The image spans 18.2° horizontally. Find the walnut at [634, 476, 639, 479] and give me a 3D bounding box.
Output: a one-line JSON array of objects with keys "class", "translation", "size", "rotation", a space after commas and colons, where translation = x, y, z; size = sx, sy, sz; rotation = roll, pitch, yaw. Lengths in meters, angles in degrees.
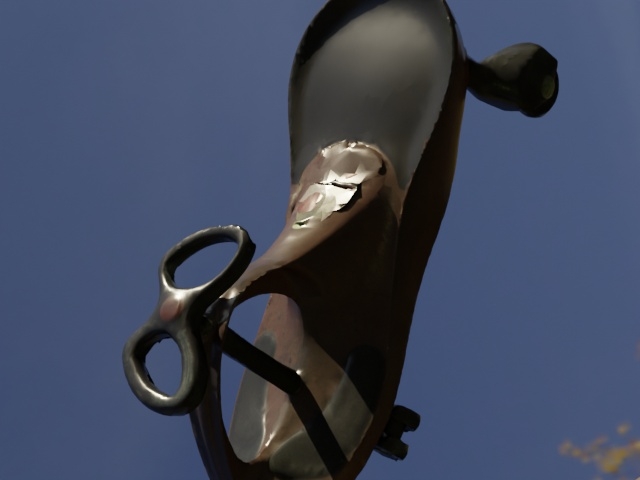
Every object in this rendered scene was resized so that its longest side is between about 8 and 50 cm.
[{"class": "walnut", "translation": [0.171, 0.222, 0.643], "size": [0.384, 0.384, 0.383], "rotation": [18, -118, -37]}]

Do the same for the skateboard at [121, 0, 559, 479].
[{"class": "skateboard", "translation": [0.000, 0.000, 0.512], "size": [0.080, 0.067, 0.151], "rotation": [35, -113, -45]}]
